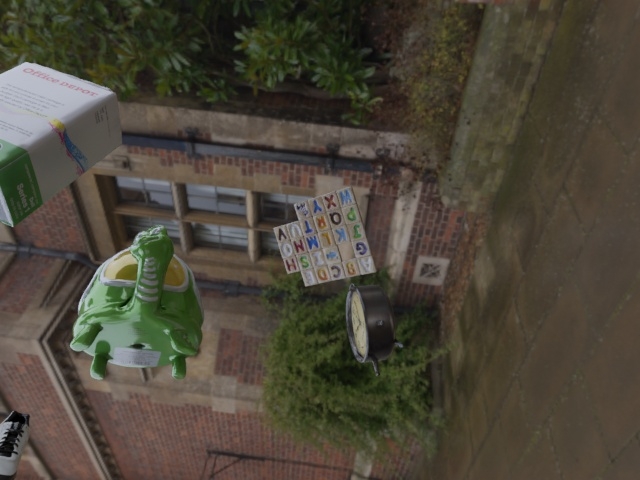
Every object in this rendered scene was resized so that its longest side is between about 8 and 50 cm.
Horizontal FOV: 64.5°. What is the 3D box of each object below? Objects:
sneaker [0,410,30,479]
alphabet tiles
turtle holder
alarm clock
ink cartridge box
[{"bbox_3d":[-0.306,0.201,0.490,0.043,0.040,0.109,-64,26,-5],"label":"sneaker"},{"bbox_3d":[0.000,0.000,1.178,0.009,0.237,0.198,-24,-82,-58],"label":"alphabet tiles"},{"bbox_3d":[-0.355,0.118,0.983,0.320,0.243,0.227,74,-170,-54],"label":"turtle holder"},{"bbox_3d":[0.082,0.132,0.887,0.192,0.064,0.129,-122,29,-59],"label":"alarm clock"},{"bbox_3d":[-0.509,-0.176,0.863,0.278,0.201,0.117,-60,-13,-45],"label":"ink cartridge box"}]
